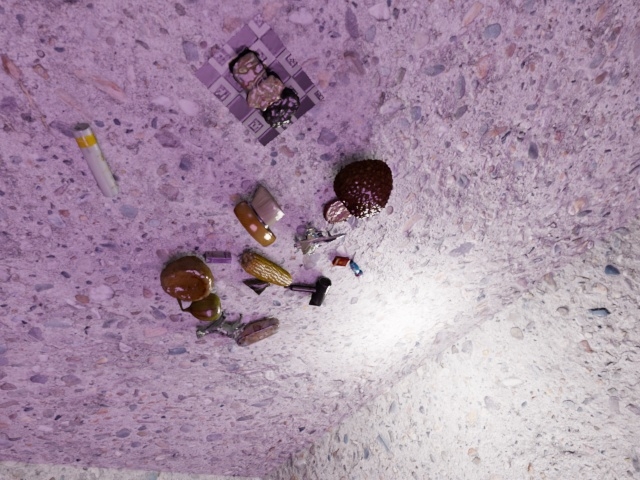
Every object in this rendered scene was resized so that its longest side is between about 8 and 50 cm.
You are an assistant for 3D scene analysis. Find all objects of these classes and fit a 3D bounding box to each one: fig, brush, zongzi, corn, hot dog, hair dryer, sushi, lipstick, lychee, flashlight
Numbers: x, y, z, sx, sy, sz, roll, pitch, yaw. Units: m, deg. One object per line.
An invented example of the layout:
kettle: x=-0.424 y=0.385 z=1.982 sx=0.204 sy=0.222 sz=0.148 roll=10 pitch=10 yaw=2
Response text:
fig: x=-0.566 y=0.321 z=1.953 sx=0.186 sy=0.142 sz=0.148 roll=-17 pitch=109 yaw=-26
brush: x=-0.231 y=-0.088 z=1.718 sx=0.166 sy=0.174 sz=0.266 roll=-36 pitch=143 yaw=-2
zongzi: x=-0.308 y=0.203 z=2.024 sx=0.109 sy=0.055 sz=0.119 roll=-40 pitch=122 yaw=11
corn: x=-0.255 y=0.147 z=1.955 sx=0.106 sy=0.106 sz=0.305 roll=-40 pitch=136 yaw=14
hot dog: x=-0.347 y=0.507 z=2.267 sx=0.268 sy=0.075 sz=0.144 roll=-20 pitch=139 yaw=-8
hair dryer: x=-0.085 y=0.275 z=2.183 sx=0.248 sy=0.078 sz=0.195 roll=10 pitch=127 yaw=-18
sushi: x=-0.185 y=-0.505 z=1.392 sx=0.296 sy=0.100 sz=0.373 roll=-37 pitch=134 yaw=11
lipstick: x=-0.761 y=-0.265 z=1.394 sx=0.059 sy=0.059 sz=0.264 roll=-13 pitch=134 yaw=-12
lychee: x=0.193 y=-0.231 z=1.721 sx=0.271 sy=0.271 sz=0.271 roll=-12 pitch=134 yaw=-13
flashlight: x=0.188 y=0.152 z=2.195 sx=0.051 sy=0.051 sz=0.129 roll=-31 pitch=129 yaw=6

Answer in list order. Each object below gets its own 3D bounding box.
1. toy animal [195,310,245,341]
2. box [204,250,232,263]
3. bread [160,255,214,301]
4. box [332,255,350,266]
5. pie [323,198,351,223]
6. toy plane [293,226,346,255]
toy animal: x=-0.514 y=0.442 z=2.133 sx=0.255 sy=0.090 sz=0.170 roll=6 pitch=124 yaw=-19
box: x=-0.460 y=0.077 z=1.841 sx=0.117 sy=0.050 sz=0.036 roll=2 pitch=127 yaw=-27
bread: x=-0.585 y=0.164 z=1.812 sx=0.230 sy=0.123 sz=0.230 roll=-3 pitch=130 yaw=-4
box: x=0.106 y=0.109 z=2.133 sx=0.082 sy=0.023 sz=0.051 roll=8 pitch=126 yaw=-29
pie: x=0.082 y=-0.134 z=1.891 sx=0.154 sy=0.036 sz=0.154 roll=-12 pitch=134 yaw=-13
toy plane: x=-0.005 y=-0.008 z=1.945 sx=0.262 sy=0.088 sz=0.192 roll=-21 pitch=142 yaw=-19
